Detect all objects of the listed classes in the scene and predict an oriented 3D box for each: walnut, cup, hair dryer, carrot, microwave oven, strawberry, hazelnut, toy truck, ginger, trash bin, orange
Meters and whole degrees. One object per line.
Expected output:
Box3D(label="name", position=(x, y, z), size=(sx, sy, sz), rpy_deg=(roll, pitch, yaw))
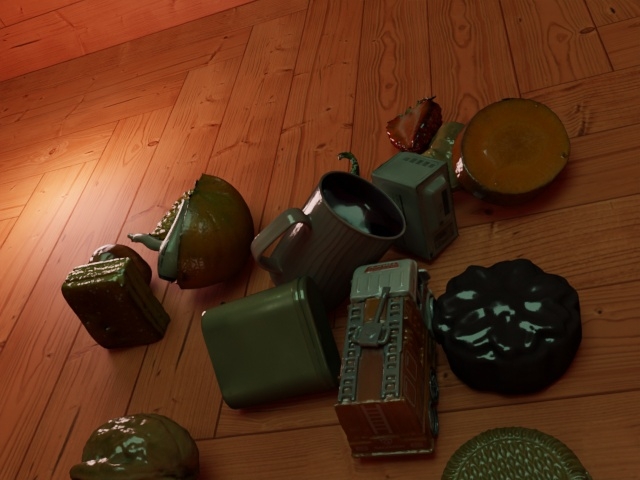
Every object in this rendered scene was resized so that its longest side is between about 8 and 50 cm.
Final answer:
Box3D(label="walnut", position=(-0.361, 0.451, 1.349), size=(0.257, 0.257, 0.224), rpy_deg=(-8, 75, 21))
Box3D(label="cup", position=(0.014, 0.013, 1.521), size=(0.208, 0.273, 0.288), rpy_deg=(45, 34, 12))
Box3D(label="hair dryer", position=(-0.410, -0.029, 1.878), size=(0.225, 0.088, 0.219), rpy_deg=(43, 104, 31))
Box3D(label="carrot", position=(0.447, -0.210, 1.654), size=(0.258, 0.100, 0.307), rpy_deg=(32, 58, 15))
Box3D(label="microwave oven", position=(0.225, -0.084, 1.617), size=(0.122, 0.208, 0.162), rpy_deg=(-38, 40, -28))
Box3D(label="strawberry", position=(0.276, -0.297, 1.888), size=(0.174, 0.098, 0.228), rpy_deg=(-37, 25, 12))
Box3D(label="hazelnut", position=(-0.552, 0.085, 1.891), size=(0.182, 0.182, 0.182), rpy_deg=(-15, 41, 13))
Box3D(label="toy truck", position=(0.131, 0.207, 1.358), size=(0.174, 0.206, 0.387), rpy_deg=(-10, 42, 19))
Box3D(label="ginger", position=(0.323, -0.207, 1.760), size=(0.152, 0.138, 0.267), rpy_deg=(32, 48, 7))
Box3D(label="trash bin", position=(-0.102, 0.222, 1.467), size=(0.248, 0.243, 0.121), rpy_deg=(-18, 1, 15))
Box3D(label="orange", position=(-0.293, -0.018, 1.801), size=(0.274, 0.274, 0.310), rpy_deg=(11, 31, 36))

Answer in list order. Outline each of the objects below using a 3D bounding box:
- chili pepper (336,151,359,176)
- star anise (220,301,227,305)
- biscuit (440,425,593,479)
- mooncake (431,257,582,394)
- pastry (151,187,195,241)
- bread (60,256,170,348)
Box3D(label="chili pepper", position=(0.038, -0.085, 1.832), size=(0.085, 0.076, 0.359), rpy_deg=(12, 54, 13))
Box3D(label="star anise", position=(-0.100, 0.154, 1.635), size=(0.234, 0.073, 0.177), rpy_deg=(35, 67, 28))
Box3D(label="biscuit", position=(0.320, 0.423, 1.122), size=(0.259, 0.079, 0.259), rpy_deg=(-15, 39, 13))
Box3D(label="mooncake", position=(0.361, 0.154, 1.351), size=(0.283, 0.141, 0.283), rpy_deg=(-13, 42, 12))
Box3D(label="pastry", position=(-0.382, -0.052, 1.997), size=(0.154, 0.102, 0.250), rpy_deg=(4, 46, 30))
Box3D(label="bread", position=(-0.510, 0.164, 1.729), size=(0.184, 0.234, 0.110), rpy_deg=(-10, 39, 17))
